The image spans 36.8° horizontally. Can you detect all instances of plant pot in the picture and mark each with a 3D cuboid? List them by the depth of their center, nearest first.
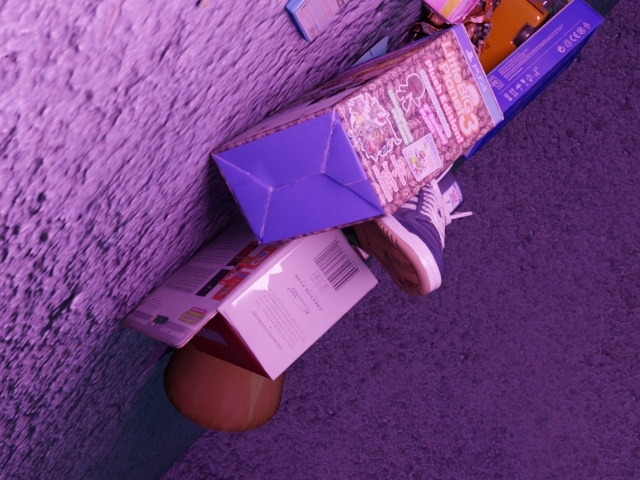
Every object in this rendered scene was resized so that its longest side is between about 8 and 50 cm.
[{"bbox_3d":[-0.159,0.192,1.824,0.237,0.237,0.254,-37,153,-49],"label":"plant pot"}]

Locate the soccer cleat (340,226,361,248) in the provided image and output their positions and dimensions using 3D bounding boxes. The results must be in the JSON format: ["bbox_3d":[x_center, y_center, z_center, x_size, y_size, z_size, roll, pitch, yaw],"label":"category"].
[{"bbox_3d":[0.006,-0.043,1.462,0.093,0.121,0.289,-25,-158,-22],"label":"soccer cleat"}]

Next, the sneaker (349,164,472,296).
[{"bbox_3d":[0.133,-0.026,1.200,0.153,0.099,0.282,-23,-160,-7],"label":"sneaker"}]

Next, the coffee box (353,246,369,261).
[{"bbox_3d":[0.080,-0.051,1.710,0.297,0.119,0.168,-39,-177,-42],"label":"coffee box"}]

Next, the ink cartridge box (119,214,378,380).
[{"bbox_3d":[-0.115,0.089,1.378,0.272,0.130,0.309,-41,-162,-18],"label":"ink cartridge box"}]

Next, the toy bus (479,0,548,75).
[{"bbox_3d":[0.323,-0.361,1.926,0.130,0.108,0.333,-35,166,-52],"label":"toy bus"}]

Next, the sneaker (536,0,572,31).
[{"bbox_3d":[0.508,-0.514,2.217,0.121,0.111,0.300,-36,165,-5],"label":"sneaker"}]

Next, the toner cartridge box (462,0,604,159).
[{"bbox_3d":[0.387,-0.312,1.842,0.348,0.075,0.165,-42,171,-26],"label":"toner cartridge box"}]

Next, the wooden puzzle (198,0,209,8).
[{"bbox_3d":[-0.084,-0.241,0.857,0.083,0.006,0.049,-49,171,11],"label":"wooden puzzle"}]

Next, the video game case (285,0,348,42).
[{"bbox_3d":[0.030,-0.305,1.091,0.166,0.015,0.119,-47,171,2],"label":"video game case"}]

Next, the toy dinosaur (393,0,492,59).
[{"bbox_3d":[0.214,-0.314,1.538,0.218,0.164,0.322,-61,154,-18],"label":"toy dinosaur"}]

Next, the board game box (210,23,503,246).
[{"bbox_3d":[0.052,-0.135,1.234,0.232,0.141,0.291,-13,-161,45],"label":"board game box"}]

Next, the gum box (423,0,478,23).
[{"bbox_3d":[0.183,-0.374,1.206,0.188,0.107,0.062,-51,171,25],"label":"gum box"}]

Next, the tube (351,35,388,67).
[{"bbox_3d":[0.065,-0.231,1.496,0.080,0.052,0.207,-48,167,-22],"label":"tube"}]
